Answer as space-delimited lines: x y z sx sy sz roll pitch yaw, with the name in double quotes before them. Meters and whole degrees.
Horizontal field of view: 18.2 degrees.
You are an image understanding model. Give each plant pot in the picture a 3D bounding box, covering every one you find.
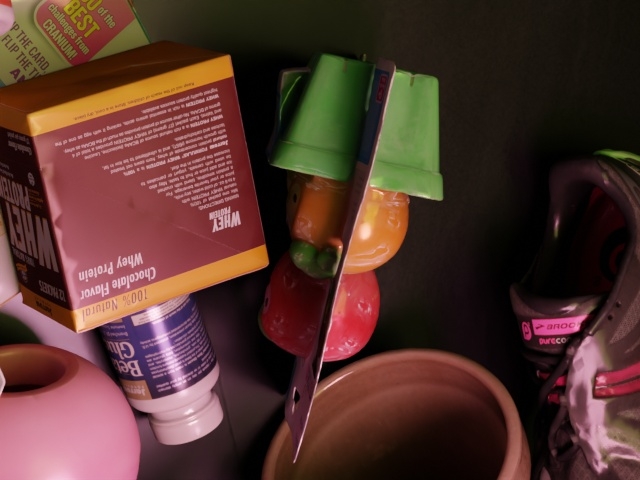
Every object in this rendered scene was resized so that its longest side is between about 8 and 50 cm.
"plant pot" 0.103 0.273 1.987 0.263 0.263 0.229 -44 136 -15

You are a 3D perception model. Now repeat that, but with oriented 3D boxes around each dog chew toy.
"dog chew toy" -0.260 0.264 1.791 0.207 0.206 0.332 -14 115 -27

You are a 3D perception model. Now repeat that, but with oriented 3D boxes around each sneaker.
"sneaker" 0.259 0.133 2.016 0.202 0.185 0.483 24 64 -42

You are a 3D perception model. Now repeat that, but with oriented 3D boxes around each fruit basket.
"fruit basket" 0.000 0.000 1.829 0.165 0.327 0.353 18 96 -4

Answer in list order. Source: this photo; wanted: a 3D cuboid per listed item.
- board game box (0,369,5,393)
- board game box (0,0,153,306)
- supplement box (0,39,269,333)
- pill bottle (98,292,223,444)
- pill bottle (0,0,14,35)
"board game box" -0.504 0.024 1.598 0.390 0.050 0.390 -23 96 -16
"board game box" -0.280 -0.089 1.772 0.316 0.064 0.242 -36 116 -19
"supplement box" -0.171 -0.051 1.729 0.191 0.129 0.194 -20 110 -26
"pill bottle" -0.150 0.102 1.871 0.094 0.094 0.169 -28 113 -22
"pill bottle" -0.336 -0.268 1.642 0.124 0.124 0.221 -12 83 -27
